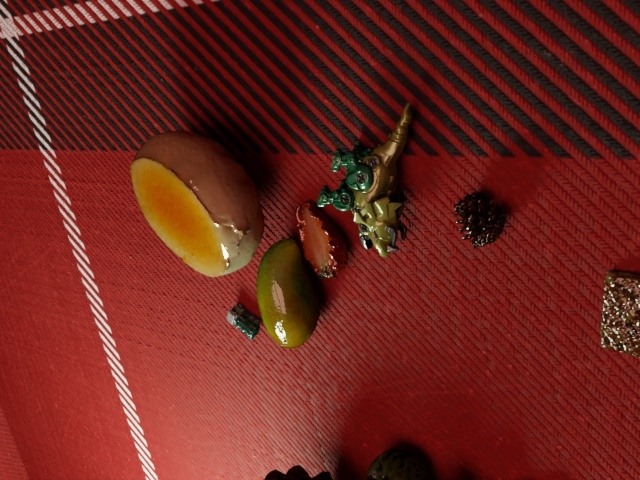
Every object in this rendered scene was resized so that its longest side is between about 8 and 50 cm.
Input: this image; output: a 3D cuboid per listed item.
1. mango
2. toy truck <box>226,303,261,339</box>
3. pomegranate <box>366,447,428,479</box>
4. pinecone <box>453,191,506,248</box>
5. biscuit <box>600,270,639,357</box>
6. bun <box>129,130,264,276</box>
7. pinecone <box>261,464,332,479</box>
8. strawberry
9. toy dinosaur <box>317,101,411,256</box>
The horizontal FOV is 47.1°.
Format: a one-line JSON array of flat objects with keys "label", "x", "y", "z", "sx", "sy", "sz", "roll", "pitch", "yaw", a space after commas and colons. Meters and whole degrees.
[{"label": "mango", "x": -0.061, "y": 0.107, "z": 1.406, "sx": 0.125, "sy": 0.111, "sz": 0.233, "roll": 17, "pitch": 121, "yaw": 27}, {"label": "toy truck", "x": -0.165, "y": 0.175, "z": 1.582, "sx": 0.083, "sy": 0.044, "sz": 0.039, "roll": 37, "pitch": 129, "yaw": 20}, {"label": "pomegranate", "x": 0.157, "y": 0.472, "z": 1.428, "sx": 0.122, "sy": 0.122, "sz": 0.161, "roll": 15, "pitch": 159, "yaw": 35}, {"label": "pinecone", "x": 0.236, "y": -0.031, "z": 1.099, "sx": 0.083, "sy": 0.077, "sz": 0.077, "roll": 42, "pitch": 134, "yaw": 21}, {"label": "biscuit", "x": 0.493, "y": 0.119, "z": 0.991, "sx": 0.231, "sy": 0.025, "sz": 0.131, "roll": 12, "pitch": 119, "yaw": 36}, {"label": "bun", "x": -0.212, "y": -0.082, "z": 1.398, "sx": 0.299, "sy": 0.165, "sz": 0.299, "roll": 34, "pitch": 148, "yaw": 25}, {"label": "pinecone", "x": -0.069, "y": 0.690, "z": 1.513, "sx": 0.398, "sy": 0.398, "sz": 0.397, "roll": 20, "pitch": 124, "yaw": 32}, {"label": "strawberry", "x": 0.003, "y": -0.001, "z": 1.341, "sx": 0.104, "sy": 0.048, "sz": 0.152, "roll": -28, "pitch": 77, "yaw": 52}, {"label": "toy dinosaur", "x": 0.085, "y": -0.108, "z": 1.184, "sx": 0.153, "sy": 0.094, "sz": 0.259, "roll": 25, "pitch": 119, "yaw": 29}]
